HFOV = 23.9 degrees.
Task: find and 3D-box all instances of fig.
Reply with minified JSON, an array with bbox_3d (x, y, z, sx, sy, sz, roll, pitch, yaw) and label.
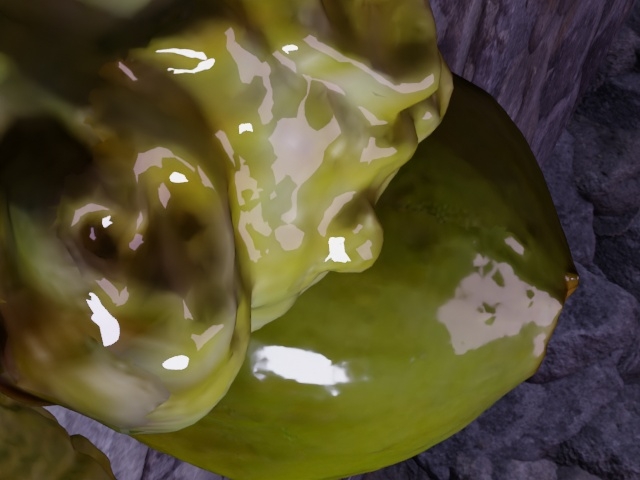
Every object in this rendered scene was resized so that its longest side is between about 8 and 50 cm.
[{"bbox_3d":[-0.005,0.009,1.012,0.343,0.343,0.343,-57,163,-28],"label":"fig"}]

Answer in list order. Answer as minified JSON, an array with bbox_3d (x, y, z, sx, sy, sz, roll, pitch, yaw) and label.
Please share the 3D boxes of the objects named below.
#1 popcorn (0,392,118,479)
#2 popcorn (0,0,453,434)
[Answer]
[{"bbox_3d":[-0.217,0.170,0.820,0.286,0.225,0.174,16,134,-45],"label":"popcorn"},{"bbox_3d":[-0.099,-0.079,0.691,0.312,0.312,0.312,-57,163,-28],"label":"popcorn"}]
